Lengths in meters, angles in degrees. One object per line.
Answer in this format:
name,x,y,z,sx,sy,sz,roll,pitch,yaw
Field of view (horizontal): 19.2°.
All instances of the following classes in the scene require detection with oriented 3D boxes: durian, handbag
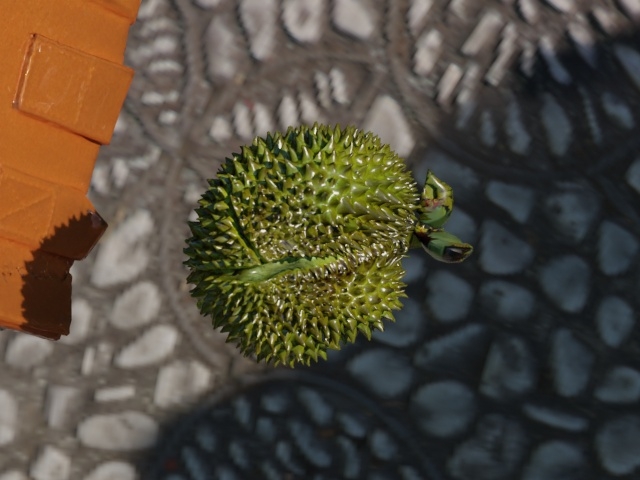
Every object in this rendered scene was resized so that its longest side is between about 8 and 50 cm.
durian,-0.010,-0.009,1.321,0.198,0.159,0.146,-45,39,-21
handbag,-0.290,-0.150,1.503,0.116,0.303,0.410,3,78,48
